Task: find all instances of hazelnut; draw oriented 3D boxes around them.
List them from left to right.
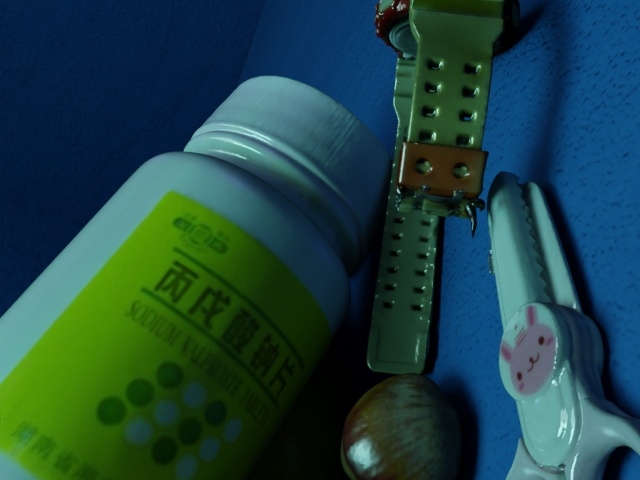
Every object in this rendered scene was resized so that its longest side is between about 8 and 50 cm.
[{"bbox_3d":[0.053,0.128,0.424,0.086,0.086,0.087,-166,90,-75],"label":"hazelnut"}]

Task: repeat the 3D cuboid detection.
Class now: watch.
[{"bbox_3d":[0.074,-0.050,0.457,0.165,0.102,0.269,85,-167,-73],"label":"watch"}]

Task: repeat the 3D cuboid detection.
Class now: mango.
[{"bbox_3d":[-0.059,0.164,0.665,0.187,0.137,0.257,-45,38,40],"label":"mango"}]

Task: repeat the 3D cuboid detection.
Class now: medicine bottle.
[{"bbox_3d":[-0.104,0.062,0.526,0.379,0.213,0.213,-56,6,-26],"label":"medicine bottle"}]

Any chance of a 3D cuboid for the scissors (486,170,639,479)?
[{"bbox_3d":[0.115,0.060,0.332,0.118,0.030,0.242,122,156,-50],"label":"scissors"}]
